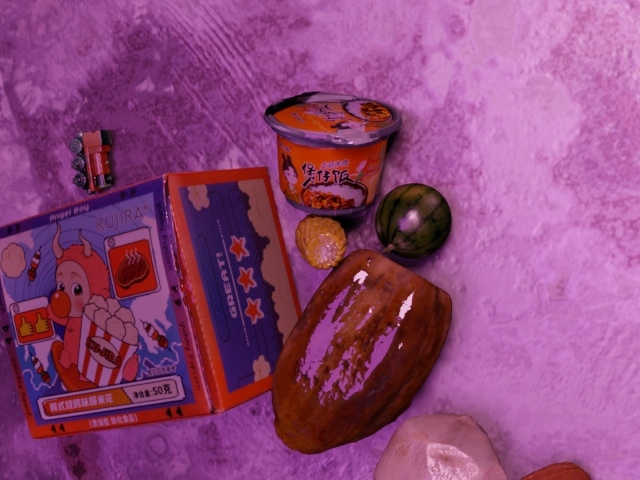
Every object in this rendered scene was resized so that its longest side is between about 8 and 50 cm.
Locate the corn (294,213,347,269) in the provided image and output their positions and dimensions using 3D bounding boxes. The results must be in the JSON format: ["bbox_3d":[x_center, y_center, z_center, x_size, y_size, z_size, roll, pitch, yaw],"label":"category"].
[{"bbox_3d":[0.000,0.000,1.213,0.067,0.206,0.067,0,97,-2],"label":"corn"}]

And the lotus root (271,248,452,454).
[{"bbox_3d":[0.049,0.153,1.208,0.193,0.193,0.291,36,101,21],"label":"lotus root"}]

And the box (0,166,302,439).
[{"bbox_3d":[-0.243,0.087,1.320,0.349,0.257,0.318,-12,89,30],"label":"box"}]

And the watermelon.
[{"bbox_3d":[0.116,-0.021,1.191,0.109,0.109,0.109,4,98,29],"label":"watermelon"}]

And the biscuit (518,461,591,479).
[{"bbox_3d":[0.272,0.380,1.143,0.036,0.186,0.192,27,139,65],"label":"biscuit"}]

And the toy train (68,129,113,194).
[{"bbox_3d":[-0.363,-0.126,1.487,0.064,0.044,0.103,-6,93,19],"label":"toy train"}]

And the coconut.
[{"bbox_3d":[0.156,0.297,1.179,0.161,0.161,0.162,37,93,21],"label":"coconut"}]

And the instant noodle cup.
[{"bbox_3d":[0.013,-0.108,1.211,0.178,0.208,0.125,3,114,-1],"label":"instant noodle cup"}]
